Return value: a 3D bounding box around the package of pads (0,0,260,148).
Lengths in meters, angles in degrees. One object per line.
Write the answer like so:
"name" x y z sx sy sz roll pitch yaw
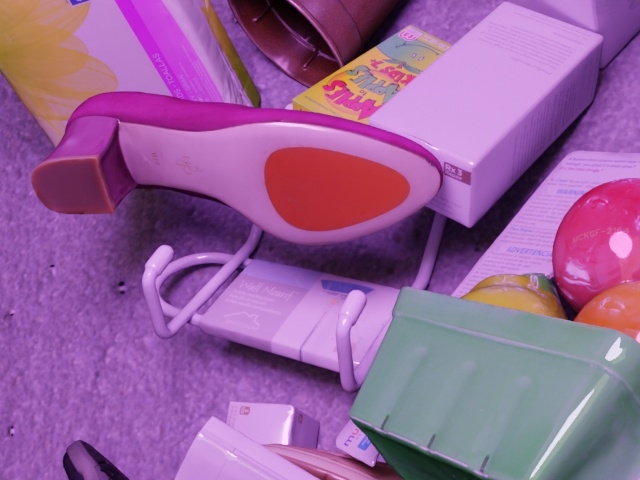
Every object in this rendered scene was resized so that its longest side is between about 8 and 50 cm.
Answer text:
"package of pads" -0.225 -0.205 1.027 0.229 0.297 0.101 -12 45 17

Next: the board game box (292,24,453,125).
"board game box" 0.067 -0.150 0.991 0.092 0.043 0.181 34 54 29

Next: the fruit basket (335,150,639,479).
"fruit basket" 0.209 0.061 0.697 0.353 0.165 0.327 -42 25 -23

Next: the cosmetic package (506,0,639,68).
"cosmetic package" 0.286 -0.329 0.926 0.224 0.225 0.138 -46 62 -3

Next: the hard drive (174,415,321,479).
"hard drive" 0.006 0.293 0.744 0.307 0.040 0.203 30 115 7

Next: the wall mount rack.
"wall mount rack" 0.000 0.000 0.956 0.349 0.131 0.304 12 40 24

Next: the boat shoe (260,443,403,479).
"boat shoe" 0.088 0.246 0.790 0.341 0.110 0.122 21 113 12

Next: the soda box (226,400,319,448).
"soda box" -0.057 0.260 0.883 0.069 0.074 0.216 -1 67 21

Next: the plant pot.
"plant pot" 0.012 -0.277 1.054 0.167 0.167 0.165 32 74 29

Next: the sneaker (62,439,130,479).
"sneaker" -0.211 0.301 0.917 0.130 0.087 0.227 -38 63 -3

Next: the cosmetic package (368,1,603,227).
"cosmetic package" 0.159 -0.125 0.916 0.117 0.086 0.231 29 57 30

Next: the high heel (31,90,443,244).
"high heel" -0.069 -0.095 0.906 0.377 0.127 0.181 5 33 11
